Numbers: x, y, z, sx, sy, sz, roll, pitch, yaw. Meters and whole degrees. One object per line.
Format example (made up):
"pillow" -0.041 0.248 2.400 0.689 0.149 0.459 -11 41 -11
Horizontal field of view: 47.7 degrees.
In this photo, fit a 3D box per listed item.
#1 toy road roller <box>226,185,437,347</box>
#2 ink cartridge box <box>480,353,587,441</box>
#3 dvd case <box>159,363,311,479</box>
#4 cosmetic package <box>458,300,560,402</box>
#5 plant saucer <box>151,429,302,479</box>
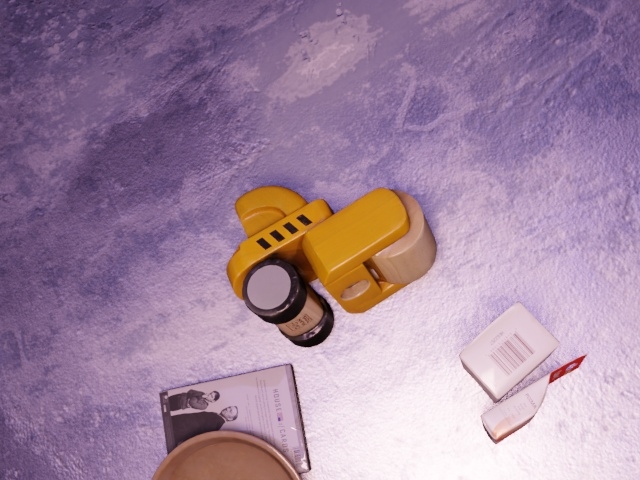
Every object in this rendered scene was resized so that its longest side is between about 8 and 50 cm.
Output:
"toy road roller" 0.000 0.000 1.187 0.329 0.202 0.240 -30 62 5
"ink cartridge box" 0.326 0.242 1.085 0.179 0.145 0.045 -30 67 3
"dvd case" -0.147 0.321 1.222 0.238 0.029 0.179 -13 74 7
"cosmetic package" 0.274 0.171 1.067 0.117 0.231 0.085 -41 73 -1
"plant saucer" -0.147 0.443 1.165 0.278 0.041 0.278 0 88 9
